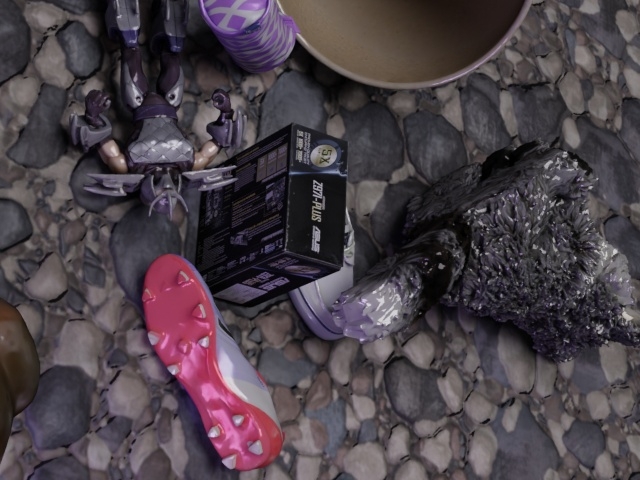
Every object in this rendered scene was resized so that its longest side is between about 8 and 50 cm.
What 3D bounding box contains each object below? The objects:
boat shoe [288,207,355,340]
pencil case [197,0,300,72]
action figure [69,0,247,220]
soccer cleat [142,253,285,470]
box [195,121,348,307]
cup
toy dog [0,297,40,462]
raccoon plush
[{"bbox_3d":[0.000,0.000,1.746,0.083,0.075,0.226,-13,83,-41],"label":"boat shoe"},{"bbox_3d":[-0.078,-0.247,1.690,0.088,0.206,0.086,-34,83,1],"label":"pencil case"},{"bbox_3d":[-0.180,-0.152,1.630,0.185,0.099,0.285,1,67,-24],"label":"action figure"},{"bbox_3d":[-0.113,0.128,1.622,0.248,0.083,0.095,63,19,3],"label":"soccer cleat"},{"bbox_3d":[-0.054,-0.023,1.640,0.077,0.180,0.147,17,64,-32],"label":"box"},{"bbox_3d":[0.118,-0.368,1.846,0.331,0.331,0.237,59,22,-7],"label":"cup"},{"bbox_3d":[-0.375,0.153,1.166,0.284,0.408,0.396,13,67,-36],"label":"toy dog"},{"bbox_3d":[0.206,0.087,1.838,0.446,0.216,0.299,-35,107,-27],"label":"raccoon plush"}]
